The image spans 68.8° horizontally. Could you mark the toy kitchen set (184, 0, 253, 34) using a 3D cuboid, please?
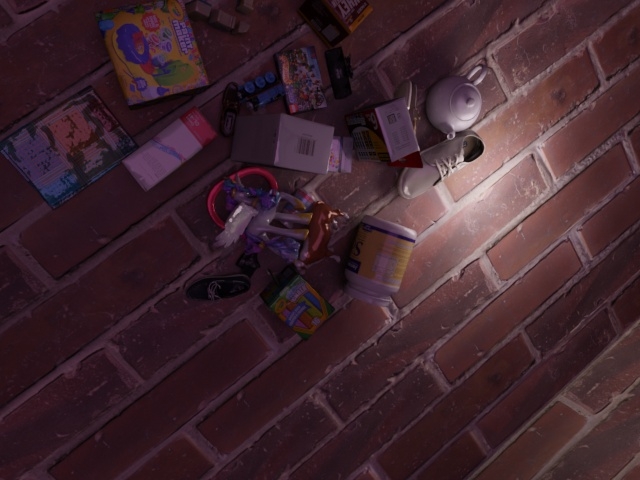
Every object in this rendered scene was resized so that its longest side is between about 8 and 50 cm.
[{"bbox_3d":[-0.355,-0.844,1.661,0.207,0.122,0.166,10,96,-40],"label":"toy kitchen set"}]

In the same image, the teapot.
[{"bbox_3d":[0.581,-0.577,1.957,0.252,0.187,0.256,-20,104,-14],"label":"teapot"}]

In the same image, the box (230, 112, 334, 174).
[{"bbox_3d":[-0.144,-0.340,1.654,0.214,0.345,0.169,4,98,-36],"label":"box"}]

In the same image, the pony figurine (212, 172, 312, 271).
[{"bbox_3d":[-0.231,-0.055,1.699,0.363,0.303,0.351,22,61,-7],"label":"pony figurine"}]

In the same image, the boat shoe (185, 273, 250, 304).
[{"bbox_3d":[-0.398,0.193,1.820,0.254,0.079,0.095,-6,109,-8],"label":"boat shoe"}]

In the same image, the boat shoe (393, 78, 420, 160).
[{"bbox_3d":[0.356,-0.493,1.939,0.096,0.116,0.325,1,103,-23],"label":"boat shoe"}]

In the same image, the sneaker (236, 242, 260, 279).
[{"bbox_3d":[-0.271,0.077,1.868,0.089,0.051,0.170,38,91,-20],"label":"sneaker"}]

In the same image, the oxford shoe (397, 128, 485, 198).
[{"bbox_3d":[0.521,-0.329,2.004,0.449,0.130,0.169,-34,122,-8],"label":"oxford shoe"}]

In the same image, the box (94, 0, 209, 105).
[{"bbox_3d":[-0.560,-0.625,1.581,0.278,0.177,0.290,-21,105,-15],"label":"box"}]

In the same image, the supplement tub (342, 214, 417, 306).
[{"bbox_3d":[0.238,0.083,1.932,0.240,0.241,0.332,17,94,-20],"label":"supplement tub"}]

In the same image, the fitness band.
[{"bbox_3d":[-0.299,-0.163,1.817,0.290,0.054,0.209,-32,105,-11],"label":"fitness band"}]

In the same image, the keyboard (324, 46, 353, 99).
[{"bbox_3d":[0.084,-0.668,1.867,0.100,0.038,0.192,-12,105,8],"label":"keyboard"}]

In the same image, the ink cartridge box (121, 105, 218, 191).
[{"bbox_3d":[-0.518,-0.317,1.622,0.306,0.226,0.131,-39,108,-9],"label":"ink cartridge box"}]

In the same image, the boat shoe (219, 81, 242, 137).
[{"bbox_3d":[-0.331,-0.485,1.736,0.073,0.073,0.207,5,97,-16],"label":"boat shoe"}]

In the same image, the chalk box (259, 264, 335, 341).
[{"bbox_3d":[-0.118,0.228,1.876,0.179,0.180,0.289,-47,108,-6],"label":"chalk box"}]

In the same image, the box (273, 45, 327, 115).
[{"bbox_3d":[-0.077,-0.616,1.809,0.159,0.044,0.233,-17,104,-15],"label":"box"}]

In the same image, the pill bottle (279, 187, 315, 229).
[{"bbox_3d":[-0.097,-0.125,1.867,0.087,0.087,0.160,38,86,-20],"label":"pill bottle"}]

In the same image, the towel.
[{"bbox_3d":[-0.860,-0.319,1.610,0.370,0.040,0.272,-38,109,-9],"label":"towel"}]

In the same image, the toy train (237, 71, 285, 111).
[{"bbox_3d":[-0.221,-0.551,1.739,0.184,0.080,0.105,-37,109,-28],"label":"toy train"}]

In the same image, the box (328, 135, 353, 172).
[{"bbox_3d":[0.037,-0.351,1.893,0.186,0.038,0.145,2,100,-15],"label":"box"}]

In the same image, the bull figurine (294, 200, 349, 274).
[{"bbox_3d":[0.000,0.000,1.892,0.188,0.101,0.311,10,97,-38],"label":"bull figurine"}]

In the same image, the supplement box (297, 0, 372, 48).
[{"bbox_3d":[0.050,-0.850,1.723,0.191,0.194,0.129,43,78,-20],"label":"supplement box"}]

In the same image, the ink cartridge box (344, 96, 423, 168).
[{"bbox_3d":[0.241,-0.388,1.812,0.129,0.309,0.272,-24,106,-12],"label":"ink cartridge box"}]
